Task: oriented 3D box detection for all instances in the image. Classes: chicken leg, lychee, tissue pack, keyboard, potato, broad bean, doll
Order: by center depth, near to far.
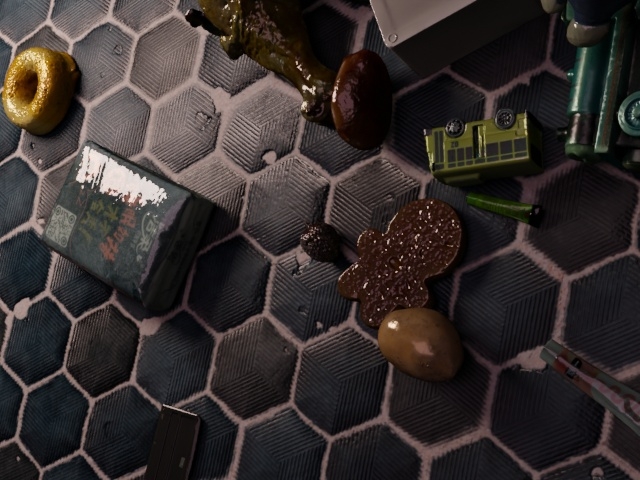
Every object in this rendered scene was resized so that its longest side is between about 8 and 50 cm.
[{"bbox_3d":[0.397,-0.429,1.430,0.228,0.154,0.259,-30,47,31],"label":"doll"},{"bbox_3d":[0.157,0.160,1.558,0.147,0.112,0.112,23,90,27],"label":"potato"},{"bbox_3d":[0.217,-0.403,1.637,0.246,0.136,0.160,-25,68,22],"label":"tissue pack"},{"bbox_3d":[0.071,-0.234,1.696,0.084,0.114,0.165,162,120,-71],"label":"broad bean"},{"bbox_3d":[0.000,0.000,1.708,0.067,0.068,0.083,-27,80,-23],"label":"lychee"},{"bbox_3d":[-0.270,0.382,1.798,0.103,0.041,0.381,11,91,30],"label":"keyboard"},{"bbox_3d":[-0.068,-0.383,1.804,0.361,0.140,0.212,39,120,21],"label":"chicken leg"},{"bbox_3d":[-0.372,-0.033,1.910,0.315,0.103,0.228,26,94,33],"label":"tissue pack"}]

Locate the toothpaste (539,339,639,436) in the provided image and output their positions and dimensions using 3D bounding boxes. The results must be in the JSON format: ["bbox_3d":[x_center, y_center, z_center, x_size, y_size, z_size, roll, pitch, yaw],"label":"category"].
[{"bbox_3d":[0.407,0.213,1.446,0.205,0.036,0.056,36,95,27],"label":"toothpaste"}]

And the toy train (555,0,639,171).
[{"bbox_3d":[0.445,-0.250,1.488,0.194,0.120,0.298,6,81,38],"label":"toy train"}]

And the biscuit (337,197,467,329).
[{"bbox_3d":[0.137,0.035,1.638,0.236,0.039,0.180,-45,59,13],"label":"biscuit"}]

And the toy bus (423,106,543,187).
[{"bbox_3d":[0.255,-0.142,1.582,0.175,0.088,0.101,-8,76,27],"label":"toy bus"}]

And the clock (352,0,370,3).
[{"bbox_3d":[0.093,-0.530,1.790,0.226,0.049,0.226,-7,75,27],"label":"clock"}]

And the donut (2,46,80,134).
[{"bbox_3d":[-0.598,-0.320,2.121,0.174,0.074,0.190,26,92,31],"label":"donut"}]

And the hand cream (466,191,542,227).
[{"bbox_3d":[0.287,-0.052,1.580,0.122,0.023,0.036,18,108,31],"label":"hand cream"}]
